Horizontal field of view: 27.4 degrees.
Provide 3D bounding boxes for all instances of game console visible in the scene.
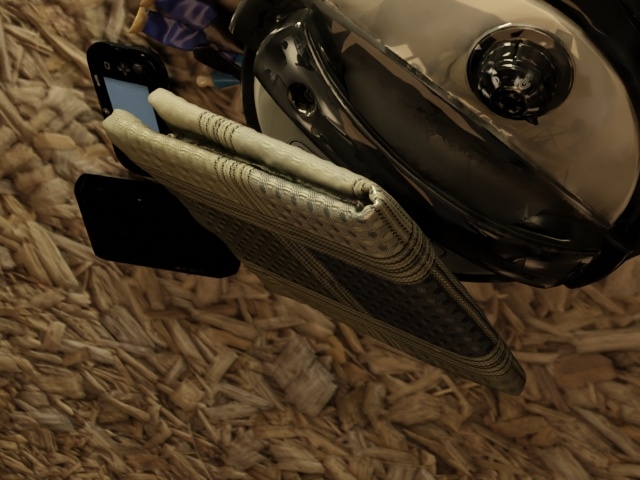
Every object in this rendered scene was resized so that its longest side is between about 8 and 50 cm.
[{"bbox_3d":[-0.222,-0.097,1.634,0.213,0.044,0.361,8,136,17],"label":"game console"}]

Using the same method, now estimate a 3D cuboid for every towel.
[{"bbox_3d":[0.000,0.000,1.110,0.324,0.056,0.312,21,163,40],"label":"towel"}]

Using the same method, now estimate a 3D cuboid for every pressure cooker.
[{"bbox_3d":[0.129,-0.173,1.106,0.370,0.420,0.375,7,137,18],"label":"pressure cooker"}]

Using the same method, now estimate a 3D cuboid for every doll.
[{"bbox_3d":[-0.114,-0.218,1.454,0.189,0.046,0.129,24,130,-9],"label":"doll"}]
